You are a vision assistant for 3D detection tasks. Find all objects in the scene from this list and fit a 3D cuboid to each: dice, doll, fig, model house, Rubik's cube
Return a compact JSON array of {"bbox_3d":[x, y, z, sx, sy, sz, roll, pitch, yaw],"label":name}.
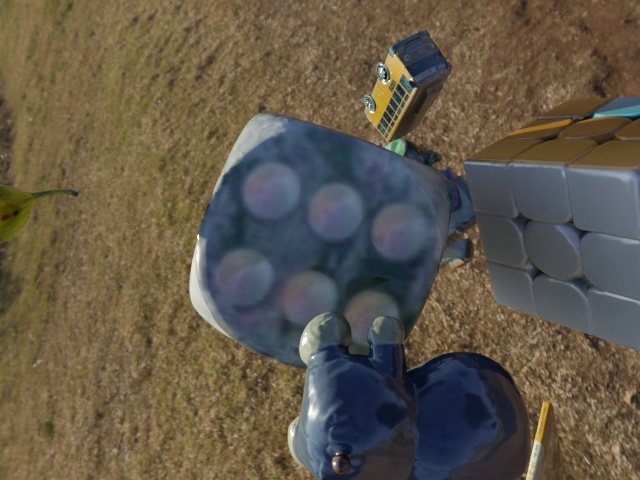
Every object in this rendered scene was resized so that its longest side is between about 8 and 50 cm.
[{"bbox_3d":[0.000,0.000,0.809,0.328,0.348,0.330,19,98,-1],"label":"dice"},{"bbox_3d":[0.100,0.200,0.551,0.154,0.258,0.228,-127,46,-73],"label":"doll"},{"bbox_3d":[-0.441,-0.038,0.720,0.093,0.166,0.093,2,95,29],"label":"fig"},{"bbox_3d":[0.280,-0.075,1.252,0.295,0.329,0.251,132,155,-57],"label":"model house"},{"bbox_3d":[0.455,-0.048,0.798,0.292,0.290,0.291,-29,23,-22],"label":"Rubik's cube"}]

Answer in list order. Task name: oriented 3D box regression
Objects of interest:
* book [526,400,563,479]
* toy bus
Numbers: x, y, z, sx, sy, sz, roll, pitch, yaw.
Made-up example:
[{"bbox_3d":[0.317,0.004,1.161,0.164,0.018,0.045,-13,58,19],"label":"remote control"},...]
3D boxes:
[{"bbox_3d":[0.386,0.467,0.881,0.020,0.208,0.295,3,40,35],"label":"book"},{"bbox_3d":[0.150,-0.264,0.879,0.091,0.182,0.103,-31,77,-20],"label":"toy bus"}]
